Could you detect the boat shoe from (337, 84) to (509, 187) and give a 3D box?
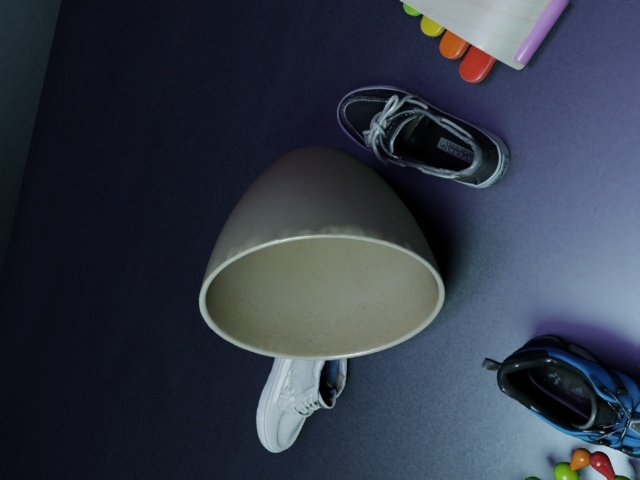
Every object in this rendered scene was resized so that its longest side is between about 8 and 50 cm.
[{"bbox_3d":[0.120,-0.158,0.836,0.306,0.105,0.113,39,115,36],"label":"boat shoe"}]

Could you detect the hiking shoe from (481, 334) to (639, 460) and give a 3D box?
[{"bbox_3d":[0.336,0.200,0.617,0.304,0.132,0.113,16,101,42],"label":"hiking shoe"}]

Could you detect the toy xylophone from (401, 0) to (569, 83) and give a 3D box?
[{"bbox_3d":[0.199,-0.384,0.778,0.236,0.081,0.322,-52,57,30],"label":"toy xylophone"}]

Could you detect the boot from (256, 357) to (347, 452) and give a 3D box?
[{"bbox_3d":[-0.030,0.268,0.981,0.123,0.095,0.258,21,104,48],"label":"boot"}]

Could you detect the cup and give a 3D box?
[{"bbox_3d":[0.000,0.000,0.842,0.331,0.331,0.237,-36,42,37],"label":"cup"}]

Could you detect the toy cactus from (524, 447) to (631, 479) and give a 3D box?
[{"bbox_3d":[0.312,0.350,0.659,0.180,0.112,0.219,40,124,16],"label":"toy cactus"}]
